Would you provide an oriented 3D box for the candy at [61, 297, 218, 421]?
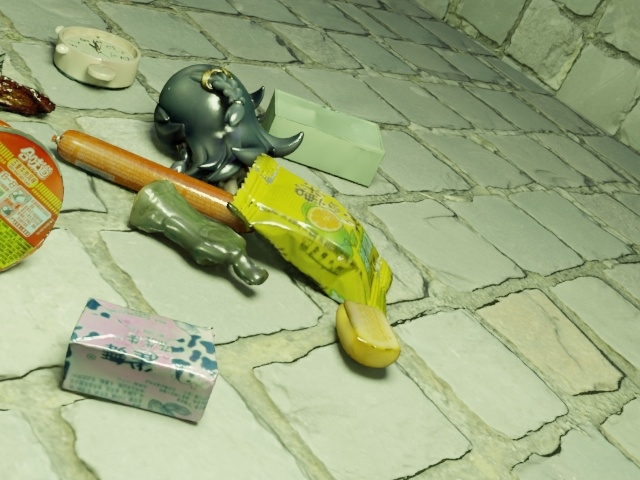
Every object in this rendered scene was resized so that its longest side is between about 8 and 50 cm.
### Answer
[{"bbox_3d":[-0.194,0.128,0.900,0.160,0.073,0.092,18,27,-14],"label":"candy"}]

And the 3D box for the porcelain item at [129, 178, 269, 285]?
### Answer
[{"bbox_3d":[-0.160,-0.003,1.152,0.215,0.069,0.081,32,25,15],"label":"porcelain item"}]

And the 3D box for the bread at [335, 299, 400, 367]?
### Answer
[{"bbox_3d":[0.059,0.133,1.116,0.082,0.056,0.115,16,24,-24],"label":"bread"}]

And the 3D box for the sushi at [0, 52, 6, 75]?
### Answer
[{"bbox_3d":[-0.488,-0.092,0.824,0.319,0.069,0.339,-22,38,2],"label":"sushi"}]

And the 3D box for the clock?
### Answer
[{"bbox_3d":[-0.417,-0.338,1.526,0.155,0.063,0.229,8,30,-25],"label":"clock"}]

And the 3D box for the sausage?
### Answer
[{"bbox_3d":[-0.242,-0.087,1.247,0.347,0.053,0.053,23,28,-5],"label":"sausage"}]

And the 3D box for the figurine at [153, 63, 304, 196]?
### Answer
[{"bbox_3d":[-0.164,-0.176,1.352,0.265,0.197,0.175,32,14,28],"label":"figurine"}]

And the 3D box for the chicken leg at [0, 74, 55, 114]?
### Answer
[{"bbox_3d":[-0.519,-0.243,1.293,0.205,0.053,0.093,24,4,-17],"label":"chicken leg"}]

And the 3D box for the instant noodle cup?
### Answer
[{"bbox_3d":[-0.437,-0.088,0.980,0.193,0.193,0.212,-3,30,-42],"label":"instant noodle cup"}]

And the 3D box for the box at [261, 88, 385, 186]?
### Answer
[{"bbox_3d":[0.002,-0.199,1.602,0.225,0.086,0.130,18,30,-14],"label":"box"}]

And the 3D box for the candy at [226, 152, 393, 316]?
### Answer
[{"bbox_3d":[0.000,0.000,1.226,0.297,0.081,0.187,43,31,-14],"label":"candy"}]
